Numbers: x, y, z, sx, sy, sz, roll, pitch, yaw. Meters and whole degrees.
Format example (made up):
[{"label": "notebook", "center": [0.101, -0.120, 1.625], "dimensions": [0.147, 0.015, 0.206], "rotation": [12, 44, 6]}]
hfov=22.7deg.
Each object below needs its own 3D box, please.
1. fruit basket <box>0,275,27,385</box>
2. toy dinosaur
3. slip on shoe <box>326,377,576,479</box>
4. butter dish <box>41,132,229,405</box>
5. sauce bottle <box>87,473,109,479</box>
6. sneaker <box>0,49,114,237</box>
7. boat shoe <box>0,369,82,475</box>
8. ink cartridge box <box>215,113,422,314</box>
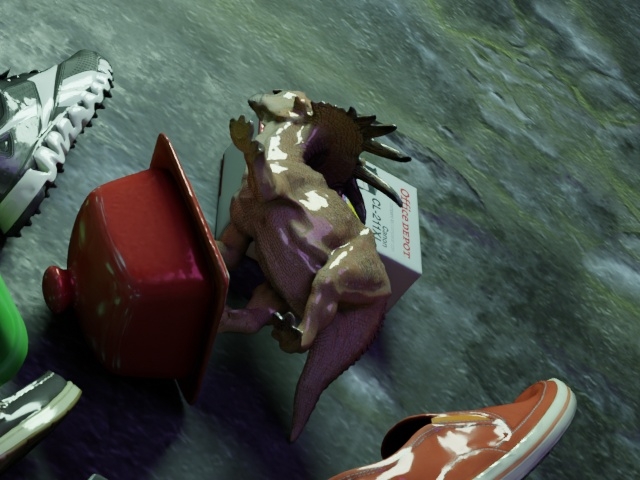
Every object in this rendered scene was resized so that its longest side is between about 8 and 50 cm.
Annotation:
[{"label": "fruit basket", "center": [-0.340, -0.044, 0.956], "dimensions": [0.283, 0.392, 0.392], "rotation": [-26, 67, -22]}, {"label": "toy dinosaur", "center": [0.000, 0.000, 1.271], "dimensions": [0.200, 0.127, 0.295], "rotation": [-9, 80, -45]}, {"label": "slip on shoe", "center": [0.104, 0.175, 1.266], "dimensions": [0.101, 0.123, 0.331], "rotation": [46, 37, 15]}, {"label": "butter dish", "center": [-0.145, 0.028, 1.171], "dimensions": [0.118, 0.160, 0.160], "rotation": [-9, 53, -23]}, {"label": "sauce bottle", "center": [-0.032, 0.280, 0.997], "dimensions": [0.344, 0.111, 0.111], "rotation": [41, 32, -3]}, {"label": "sneaker", "center": [-0.237, -0.104, 1.270], "dimensions": [0.106, 0.078, 0.234], "rotation": [36, 35, -13]}, {"label": "boat shoe", "center": [-0.235, 0.129, 0.995], "dimensions": [0.073, 0.080, 0.223], "rotation": [48, 37, 1]}, {"label": "ink cartridge box", "center": [0.001, -0.025, 1.427], "dimensions": [0.175, 0.072, 0.127], "rotation": [27, 35, -21]}]
